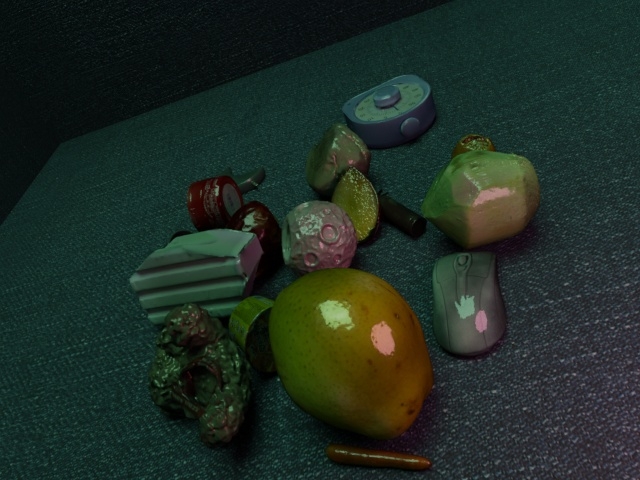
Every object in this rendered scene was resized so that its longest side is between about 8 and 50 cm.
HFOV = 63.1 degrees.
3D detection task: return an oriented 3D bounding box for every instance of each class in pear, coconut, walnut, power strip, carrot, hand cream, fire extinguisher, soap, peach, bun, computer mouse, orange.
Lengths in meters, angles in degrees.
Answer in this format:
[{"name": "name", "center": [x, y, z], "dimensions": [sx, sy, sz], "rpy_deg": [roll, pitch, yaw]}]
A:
[{"name": "pear", "center": [0.068, 0.253, 1.214], "dimensions": [0.418, 0.362, 0.362], "rpy_deg": [40, 66, 18]}, {"name": "coconut", "center": [0.452, -0.120, 1.509], "dimensions": [0.328, 0.282, 0.328], "rpy_deg": [-15, 24, 7]}, {"name": "walnut", "center": [-0.253, 0.005, 1.800], "dimensions": [0.269, 0.222, 0.244], "rpy_deg": [-43, 28, -7]}, {"name": "power strip", "center": [-0.356, -0.266, 2.313], "dimensions": [0.253, 0.054, 0.168], "rpy_deg": [8, 50, 35]}, {"name": "carrot", "center": [0.124, 0.484, 1.162], "dimensions": [0.247, 0.043, 0.043], "rpy_deg": [-3, 42, 23]}, {"name": "hand cream", "center": [-0.406, -0.138, 2.048], "dimensions": [0.149, 0.230, 0.230], "rpy_deg": [-10, 39, 19]}, {"name": "fire extinguisher", "center": [0.257, -0.102, 1.764], "dimensions": [0.089, 0.072, 0.267], "rpy_deg": [-39, 39, -9]}, {"name": "soap", "center": [-0.387, 0.114, 1.661], "dimensions": [0.445, 0.262, 0.156], "rpy_deg": [-11, 20, 27]}, {"name": "peach", "center": [0.123, -0.114, 1.785], "dimensions": [0.188, 0.068, 0.280], "rpy_deg": [-6, 78, 26]}, {"name": "bun", "center": [0.077, -0.284, 1.969], "dimensions": [0.204, 0.282, 0.282], "rpy_deg": [13, 33, -19]}, {"name": "computer mouse", "center": [0.386, 0.131, 1.385], "dimensions": [0.188, 0.122, 0.371], "rpy_deg": [-8, 37, 20]}, {"name": "orange", "center": [0.527, -0.294, 1.801], "dimensions": [0.154, 0.134, 0.155], "rpy_deg": [-21, 38, 17]}]

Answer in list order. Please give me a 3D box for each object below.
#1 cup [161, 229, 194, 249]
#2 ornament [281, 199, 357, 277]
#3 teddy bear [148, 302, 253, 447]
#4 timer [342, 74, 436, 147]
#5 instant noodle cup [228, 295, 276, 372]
[{"name": "cup", "center": [-0.524, 0.081, 1.909], "dimensions": [0.149, 0.199, 0.199], "rpy_deg": [-26, 33, 28]}, {"name": "ornament", "center": [0.000, 0.000, 1.637], "dimensions": [0.224, 0.260, 0.259], "rpy_deg": [0, 34, -16]}, {"name": "teddy bear", "center": [-0.350, 0.378, 1.373], "dimensions": [0.367, 0.224, 0.358], "rpy_deg": [-32, 75, 30]}, {"name": "timer", "center": [0.302, -0.549, 2.197], "dimensions": [0.394, 0.173, 0.395], "rpy_deg": [-14, 38, 11]}, {"name": "instant noodle cup", "center": [-0.160, 0.249, 1.478], "dimensions": [0.205, 0.205, 0.153], "rpy_deg": [-41, 34, -20]}]
